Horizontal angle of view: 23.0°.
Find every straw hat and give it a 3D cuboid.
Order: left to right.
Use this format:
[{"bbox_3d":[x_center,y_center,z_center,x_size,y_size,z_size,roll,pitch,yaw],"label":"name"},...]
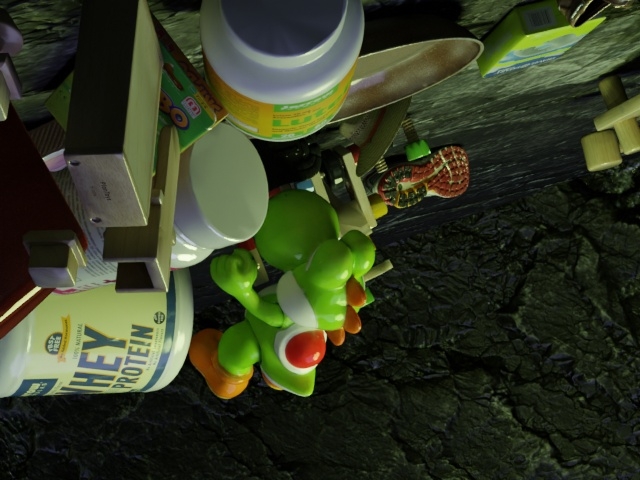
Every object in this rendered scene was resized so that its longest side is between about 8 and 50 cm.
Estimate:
[{"bbox_3d":[0.057,-0.154,2.025,0.061,0.144,0.144,28,160,-12],"label":"straw hat"}]

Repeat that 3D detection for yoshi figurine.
[{"bbox_3d":[-0.048,0.057,2.067,0.362,0.203,0.204,-51,-168,50],"label":"yoshi figurine"}]

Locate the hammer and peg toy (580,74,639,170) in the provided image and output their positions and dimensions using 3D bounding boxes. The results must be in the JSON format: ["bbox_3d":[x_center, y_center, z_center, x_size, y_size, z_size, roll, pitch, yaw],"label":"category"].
[{"bbox_3d":[0.565,-0.229,2.455,0.266,0.127,0.361,-16,174,-27],"label":"hammer and peg toy"}]

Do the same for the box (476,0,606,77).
[{"bbox_3d":[0.257,-0.246,1.896,0.109,0.042,0.178,-15,172,-16],"label":"box"}]

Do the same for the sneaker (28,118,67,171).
[{"bbox_3d":[-0.313,-0.089,1.672,0.134,0.051,0.070,-20,169,-14],"label":"sneaker"}]

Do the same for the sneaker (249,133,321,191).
[{"bbox_3d":[-0.125,-0.086,1.981,0.124,0.107,0.283,-15,176,35],"label":"sneaker"}]

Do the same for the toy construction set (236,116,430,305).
[{"bbox_3d":[0.000,0.000,2.258,0.308,0.237,0.257,-23,-177,-40],"label":"toy construction set"}]

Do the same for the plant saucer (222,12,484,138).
[{"bbox_3d":[0.029,-0.187,1.761,0.310,0.050,0.310,-16,173,-2],"label":"plant saucer"}]

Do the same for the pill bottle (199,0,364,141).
[{"bbox_3d":[-0.034,-0.173,1.335,0.136,0.136,0.246,-17,173,-5],"label":"pill bottle"}]

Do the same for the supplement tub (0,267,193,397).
[{"bbox_3d":[-0.359,0.091,2.115,0.324,0.235,0.235,1,165,-31],"label":"supplement tub"}]

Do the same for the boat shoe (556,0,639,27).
[{"bbox_3d":[0.322,-0.280,1.665,0.066,0.066,0.183,-13,172,-34],"label":"boat shoe"}]

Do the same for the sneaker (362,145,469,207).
[{"bbox_3d":[0.164,-0.112,2.660,0.225,0.088,0.092,-12,-168,-39],"label":"sneaker"}]

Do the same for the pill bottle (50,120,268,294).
[{"bbox_3d":[-0.208,-0.038,1.761,0.283,0.160,0.160,-13,177,36],"label":"pill bottle"}]

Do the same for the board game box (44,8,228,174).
[{"bbox_3d":[-0.170,-0.125,1.442,0.039,0.124,0.259,-40,-175,-27],"label":"board game box"}]

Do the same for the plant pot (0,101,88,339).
[{"bbox_3d":[-0.369,-0.006,1.455,0.235,0.267,0.267,-30,178,-21],"label":"plant pot"}]

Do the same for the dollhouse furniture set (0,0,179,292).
[{"bbox_3d":[-0.312,-0.097,1.268,0.355,0.174,0.303,-1,148,6],"label":"dollhouse furniture set"}]
